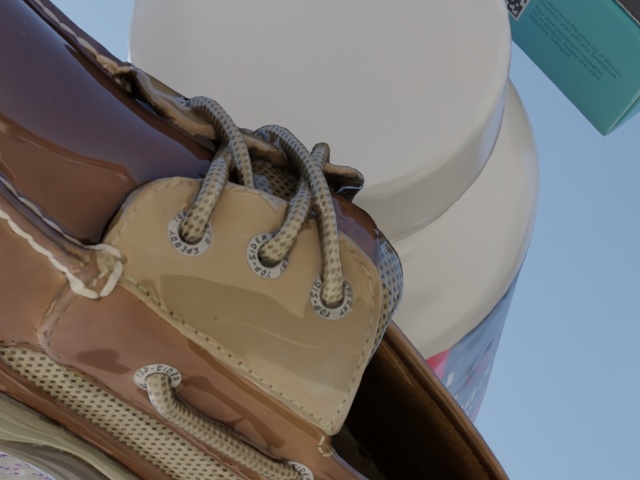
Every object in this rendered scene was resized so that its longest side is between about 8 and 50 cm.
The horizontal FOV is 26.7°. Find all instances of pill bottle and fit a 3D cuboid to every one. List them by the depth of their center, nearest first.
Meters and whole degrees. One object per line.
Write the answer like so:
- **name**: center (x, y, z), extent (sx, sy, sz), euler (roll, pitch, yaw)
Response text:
- **pill bottle**: center (0.000, 0.000, 0.589), extent (0.176, 0.176, 0.318), euler (-9, -27, -4)

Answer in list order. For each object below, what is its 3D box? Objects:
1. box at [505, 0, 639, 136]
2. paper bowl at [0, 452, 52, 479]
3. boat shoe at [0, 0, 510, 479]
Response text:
- **box**: center (0.180, -0.150, 0.601), extent (0.244, 0.100, 0.060), euler (-34, -13, -29)
- **paper bowl**: center (-0.335, 0.296, 1.380), extent (0.284, 0.148, 0.284), euler (-8, -36, -6)
- **boat shoe**: center (-0.036, 0.009, 0.374), extent (0.116, 0.123, 0.324), euler (-21, -48, 18)
